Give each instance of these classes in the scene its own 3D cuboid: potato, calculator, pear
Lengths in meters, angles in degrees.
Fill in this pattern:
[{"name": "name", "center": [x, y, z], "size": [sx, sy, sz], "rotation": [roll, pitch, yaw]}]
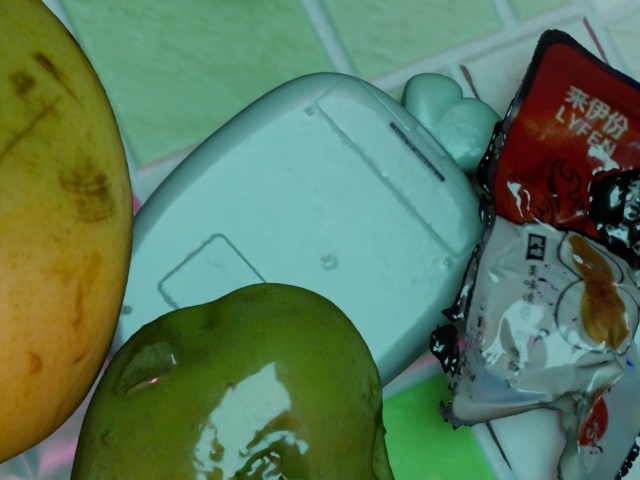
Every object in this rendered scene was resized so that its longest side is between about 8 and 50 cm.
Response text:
[{"name": "potato", "center": [-0.042, 0.142, 0.756], "size": [0.149, 0.186, 0.253], "rotation": [19, 101, 30]}, {"name": "calculator", "center": [0.000, 0.000, 0.880], "size": [0.295, 0.042, 0.184], "rotation": [-42, 87, -20]}, {"name": "pear", "center": [-0.222, -0.014, 0.714], "size": [0.281, 0.281, 0.280], "rotation": [4, 73, -13]}]

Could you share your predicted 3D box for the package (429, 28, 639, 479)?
[{"name": "package", "center": [0.165, 0.020, 0.902], "size": [0.194, 0.071, 0.269], "rotation": [37, 58, -26]}]
